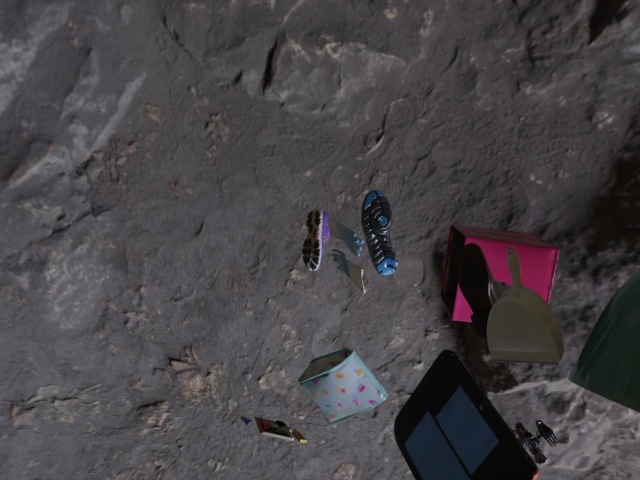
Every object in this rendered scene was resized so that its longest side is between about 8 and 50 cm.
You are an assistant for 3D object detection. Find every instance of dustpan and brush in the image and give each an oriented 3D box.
[{"bbox_3d":[0.367,0.117,0.943,0.060,0.147,0.211,-16,91,-37],"label":"dustpan and brush"}]

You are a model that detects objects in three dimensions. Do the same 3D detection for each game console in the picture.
[{"bbox_3d":[0.342,0.530,1.301,0.060,0.341,0.386,5,32,-27],"label":"game console"}]

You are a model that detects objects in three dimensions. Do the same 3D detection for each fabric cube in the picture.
[{"bbox_3d":[0.524,0.101,1.534,0.259,0.259,0.253,6,101,4],"label":"fabric cube"}]

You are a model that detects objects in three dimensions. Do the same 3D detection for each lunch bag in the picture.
[{"bbox_3d":[0.089,0.518,1.844,0.223,0.262,0.160,54,33,-7],"label":"lunch bag"}]

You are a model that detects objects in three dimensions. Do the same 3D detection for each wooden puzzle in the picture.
[{"bbox_3d":[-0.087,0.354,0.959,0.116,0.079,0.014,20,88,-26],"label":"wooden puzzle"}]

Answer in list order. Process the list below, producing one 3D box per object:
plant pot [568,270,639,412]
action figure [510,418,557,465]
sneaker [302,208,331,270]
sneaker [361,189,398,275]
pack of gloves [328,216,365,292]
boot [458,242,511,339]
[{"bbox_3d":[0.598,0.178,0.826,0.293,0.293,0.235,21,88,-2],"label":"plant pot"},{"bbox_3d":[0.682,0.702,1.725,0.164,0.275,0.140,-8,59,-8],"label":"action figure"},{"bbox_3d":[0.000,0.000,1.386,0.071,0.068,0.169,13,85,-46],"label":"sneaker"},{"bbox_3d":[0.217,-0.033,2.009,0.125,0.139,0.340,-10,103,-8],"label":"sneaker"},{"bbox_3d":[0.092,0.031,1.602,0.046,0.232,0.194,-18,115,-17],"label":"pack of gloves"},{"bbox_3d":[0.382,0.108,1.161,0.106,0.082,0.219,-10,89,-43],"label":"boot"}]
